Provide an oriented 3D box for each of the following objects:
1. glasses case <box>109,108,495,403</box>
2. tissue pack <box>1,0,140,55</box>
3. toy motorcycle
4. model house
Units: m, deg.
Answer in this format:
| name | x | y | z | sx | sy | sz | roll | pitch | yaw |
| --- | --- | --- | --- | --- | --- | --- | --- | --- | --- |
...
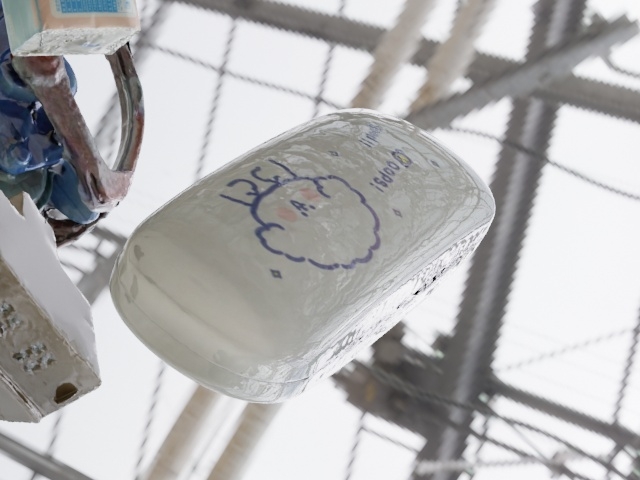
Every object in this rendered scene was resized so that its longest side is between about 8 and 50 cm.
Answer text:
| name | x | y | z | sx | sy | sz | roll | pitch | yaw |
| --- | --- | --- | --- | --- | --- | --- | --- | --- | --- |
| glasses case | 0.000 | 0.000 | 0.632 | 0.076 | 0.197 | 0.049 | 36 | -60 | 13 |
| tissue pack | -0.148 | -0.155 | 1.051 | 0.058 | 0.074 | 0.094 | -22 | -105 | 55 |
| toy motorcycle | -0.312 | -0.148 | 1.941 | 0.182 | 0.241 | 0.319 | -23 | -108 | 24 |
| model house | -0.341 | 0.073 | 1.562 | 0.248 | 0.181 | 0.176 | -27 | -142 | 8 |
